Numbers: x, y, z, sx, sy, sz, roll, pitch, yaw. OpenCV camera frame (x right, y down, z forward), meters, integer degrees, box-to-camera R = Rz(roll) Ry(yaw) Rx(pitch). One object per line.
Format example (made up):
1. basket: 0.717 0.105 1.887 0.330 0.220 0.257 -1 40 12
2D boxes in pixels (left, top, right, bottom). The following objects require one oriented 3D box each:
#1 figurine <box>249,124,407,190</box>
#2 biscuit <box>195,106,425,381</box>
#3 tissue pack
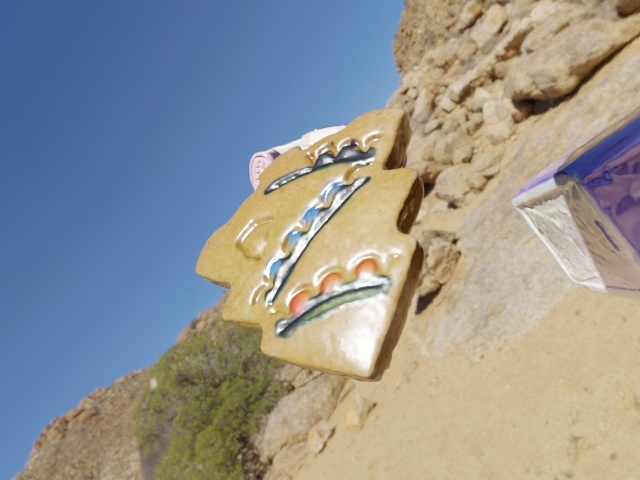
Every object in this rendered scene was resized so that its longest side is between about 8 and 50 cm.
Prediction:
1. figurine: 0.043 -0.018 0.909 0.211 0.253 0.361 -39 -56 -65
2. biscuit: -0.001 -0.001 0.479 0.278 0.043 0.301 -40 41 9
3. tissue pack: 0.399 -0.094 0.522 0.338 0.160 0.242 -35 -5 7
